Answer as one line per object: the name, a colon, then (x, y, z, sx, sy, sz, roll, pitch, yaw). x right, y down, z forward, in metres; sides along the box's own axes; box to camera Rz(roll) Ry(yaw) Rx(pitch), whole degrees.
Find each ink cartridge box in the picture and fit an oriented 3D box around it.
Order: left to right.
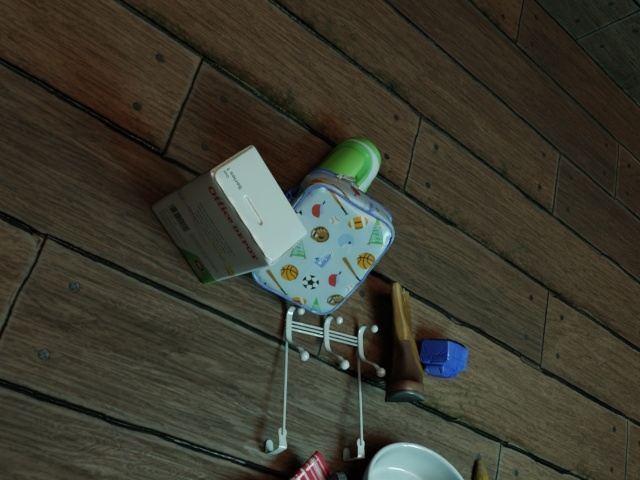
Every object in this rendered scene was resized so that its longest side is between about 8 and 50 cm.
ink cartridge box: (-0.184, -0.041, 1.234, 0.117, 0.278, 0.201, -40, 104, -36)

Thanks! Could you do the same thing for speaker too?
speaker: (0.028, -0.127, 1.512, 0.131, 0.131, 0.296, 52, 54, -15)

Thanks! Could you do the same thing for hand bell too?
hand bell: (0.428, 0.705, 1.648, 0.126, 0.126, 0.242, 23, 53, -31)

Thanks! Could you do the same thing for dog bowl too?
dog bowl: (0.205, 0.592, 1.401, 0.264, 0.104, 0.265, 17, 35, -12)

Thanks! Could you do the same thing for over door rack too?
over door rack: (0.023, 0.324, 1.412, 0.239, 0.108, 0.324, 19, 68, -31)

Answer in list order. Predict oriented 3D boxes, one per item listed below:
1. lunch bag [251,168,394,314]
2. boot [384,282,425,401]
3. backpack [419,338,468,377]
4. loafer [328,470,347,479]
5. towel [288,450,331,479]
lunch bag: (0.000, 0.000, 1.349, 0.243, 0.303, 0.115, 30, 24, -14)
boot: (0.203, 0.241, 1.507, 0.264, 0.096, 0.281, 26, 60, -69)
backpack: (0.326, 0.310, 1.654, 0.120, 0.098, 0.101, 21, 76, -45)
loafer: (0.017, 0.566, 1.308, 0.061, 0.062, 0.170, 16, 78, -35)
towel: (-0.059, 0.600, 1.301, 0.275, 0.031, 0.199, -38, 115, -34)
